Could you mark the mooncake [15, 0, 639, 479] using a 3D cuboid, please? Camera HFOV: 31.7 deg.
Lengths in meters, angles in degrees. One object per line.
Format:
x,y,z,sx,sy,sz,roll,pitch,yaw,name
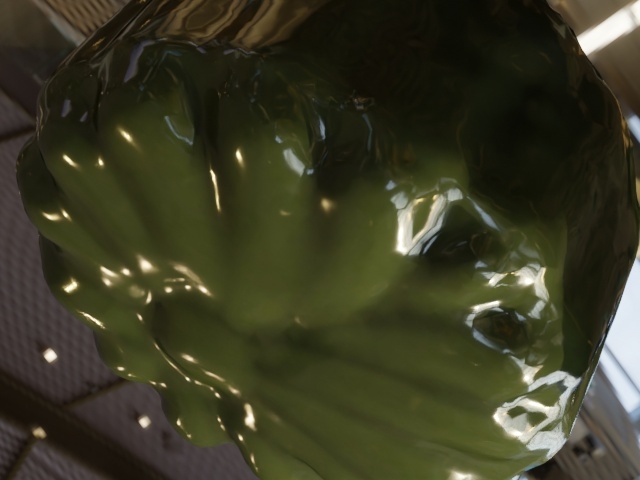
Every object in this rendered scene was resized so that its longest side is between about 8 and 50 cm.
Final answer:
0.000,0.000,0.673,0.356,0.356,0.194,50,-136,-18,mooncake
